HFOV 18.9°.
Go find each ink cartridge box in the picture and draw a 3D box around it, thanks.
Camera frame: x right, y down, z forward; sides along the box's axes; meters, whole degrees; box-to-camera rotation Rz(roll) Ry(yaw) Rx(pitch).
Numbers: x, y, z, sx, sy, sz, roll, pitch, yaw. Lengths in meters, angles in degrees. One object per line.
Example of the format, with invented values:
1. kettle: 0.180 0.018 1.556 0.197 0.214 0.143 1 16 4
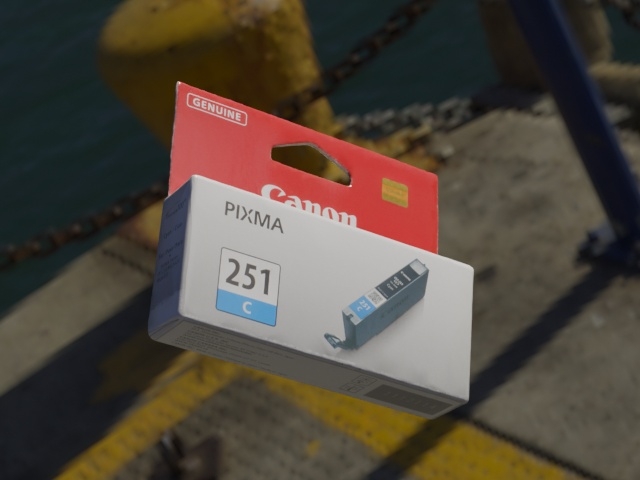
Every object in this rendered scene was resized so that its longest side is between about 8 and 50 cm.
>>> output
1. ink cartridge box: 0.000 0.000 1.724 0.066 0.296 0.261 -35 44 51
